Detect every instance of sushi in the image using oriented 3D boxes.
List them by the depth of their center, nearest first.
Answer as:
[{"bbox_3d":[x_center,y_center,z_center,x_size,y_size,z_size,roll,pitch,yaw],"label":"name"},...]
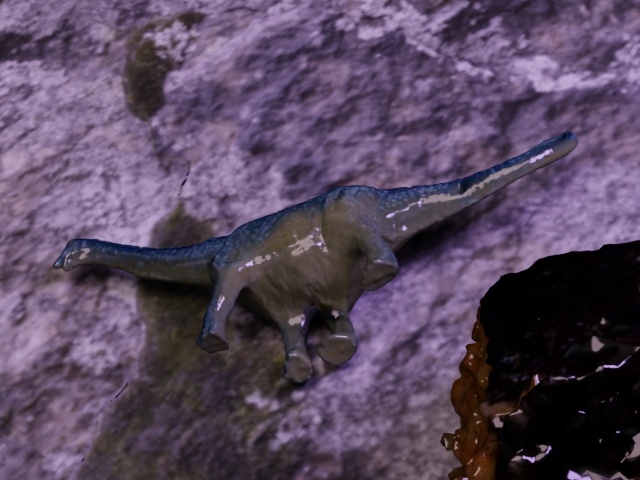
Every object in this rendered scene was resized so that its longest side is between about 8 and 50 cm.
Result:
[{"bbox_3d":[0.155,0.140,1.008,0.207,0.234,0.349,-8,47,9],"label":"sushi"}]

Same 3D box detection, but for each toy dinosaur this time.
[{"bbox_3d":[-0.003,0.009,1.245,0.362,0.076,0.147,-15,44,8],"label":"toy dinosaur"}]
